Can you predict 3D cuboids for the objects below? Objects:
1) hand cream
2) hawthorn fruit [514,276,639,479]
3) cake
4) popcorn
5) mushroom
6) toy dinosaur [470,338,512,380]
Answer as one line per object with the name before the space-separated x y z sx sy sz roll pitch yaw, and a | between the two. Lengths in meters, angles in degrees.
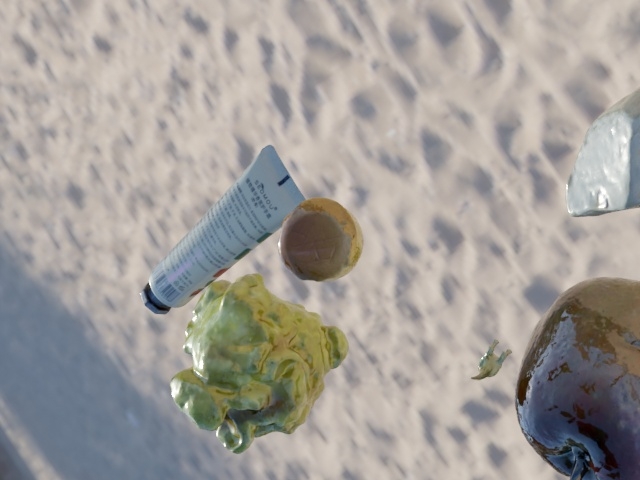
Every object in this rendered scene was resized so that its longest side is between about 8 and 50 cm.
hand cream | -0.122 0.000 1.717 0.276 0.059 0.095 -41 72 33
hawthorn fruit | 0.378 0.208 1.821 0.267 0.301 0.268 21 158 9
cake | 0.000 0.000 1.386 0.084 0.084 0.044 51 -166 17
popcorn | -0.090 0.193 2.165 0.250 0.242 0.235 28 -171 -38
mushroom | 0.303 -0.093 1.110 0.096 0.247 0.108 46 160 55
toy dinosaur | 0.193 0.138 1.615 0.026 0.041 0.113 33 -169 13
